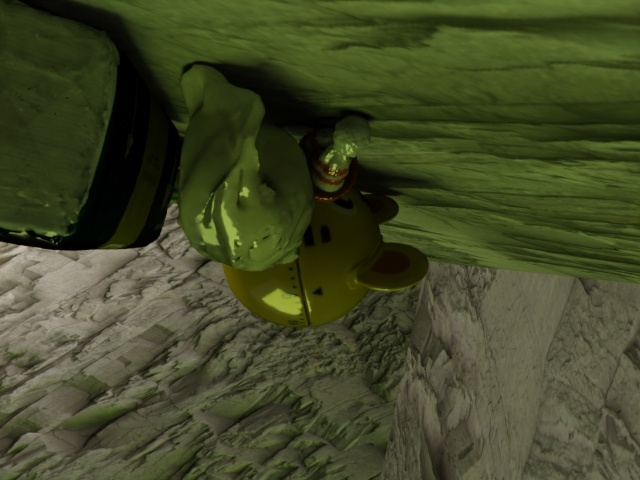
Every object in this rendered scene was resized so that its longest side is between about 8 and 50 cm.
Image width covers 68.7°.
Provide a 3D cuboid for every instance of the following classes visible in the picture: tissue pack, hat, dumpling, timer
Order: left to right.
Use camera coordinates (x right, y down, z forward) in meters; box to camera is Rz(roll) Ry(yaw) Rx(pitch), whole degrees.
[{"bbox_3d":[-0.366,-0.125,0.645,0.264,0.253,0.416,14,178,-7],"label":"tissue pack"},{"bbox_3d":[-0.120,-0.085,0.646,0.242,0.187,0.318,55,169,23],"label":"dumpling"},{"bbox_3d":[0.000,0.000,0.973,0.387,0.375,0.376,-10,176,1],"label":"timer"},{"bbox_3d":[0.020,-0.125,0.660,0.094,0.112,0.162,-15,171,-12],"label":"hat"}]

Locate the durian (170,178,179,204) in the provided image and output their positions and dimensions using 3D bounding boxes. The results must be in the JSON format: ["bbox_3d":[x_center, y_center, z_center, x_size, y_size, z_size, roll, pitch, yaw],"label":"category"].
[{"bbox_3d":[-0.394,-0.145,0.911,0.375,0.106,0.132,13,169,-15],"label":"durian"}]

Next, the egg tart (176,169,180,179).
[{"bbox_3d":[-0.450,-0.182,1.508,0.191,0.074,0.191,13,176,1],"label":"egg tart"}]

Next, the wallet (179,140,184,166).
[{"bbox_3d":[-0.403,-0.218,0.986,0.245,0.052,0.169,20,172,-36],"label":"wallet"}]
